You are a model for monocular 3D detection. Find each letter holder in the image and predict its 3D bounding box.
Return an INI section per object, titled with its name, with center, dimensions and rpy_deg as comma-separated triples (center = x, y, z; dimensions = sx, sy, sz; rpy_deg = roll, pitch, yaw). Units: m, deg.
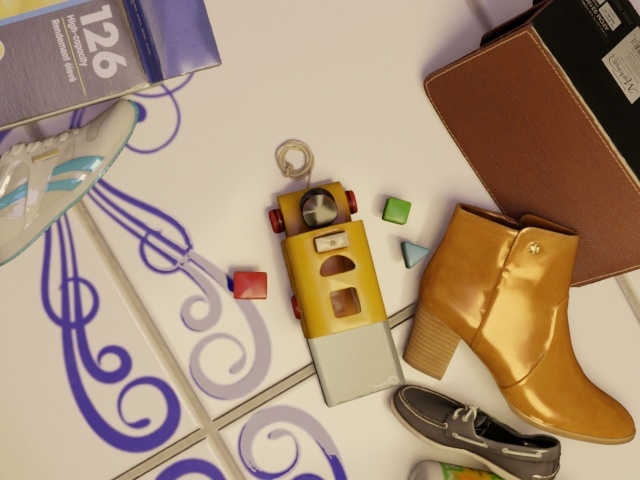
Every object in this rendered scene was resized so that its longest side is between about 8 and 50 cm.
[letter holder]
center = 0.288, -0.119, 1.848
dimensions = 0.152, 0.214, 0.302
rpy_deg = -43, 101, -35

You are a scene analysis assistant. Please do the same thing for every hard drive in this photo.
[hard drive]
center = 0.033, 0.112, 1.881
dimensions = 0.094, 0.022, 0.135
rpy_deg = -18, 98, -7

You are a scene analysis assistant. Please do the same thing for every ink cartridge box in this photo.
[ink cartridge box]
center = -0.291, -0.289, 1.776
dimensions = 0.307, 0.072, 0.303
rpy_deg = -17, 97, -5

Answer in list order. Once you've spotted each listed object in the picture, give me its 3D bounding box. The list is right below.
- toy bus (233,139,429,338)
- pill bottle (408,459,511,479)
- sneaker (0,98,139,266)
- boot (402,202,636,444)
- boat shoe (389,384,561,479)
[toy bus]
center = 0.008, 0.010, 1.809
dimensions = 0.202, 0.104, 0.191
rpy_deg = 30, 84, -4
[pill bottle]
center = 0.219, 0.335, 1.870
dimensions = 0.246, 0.136, 0.136
rpy_deg = 12, 93, -9
[sneaker]
center = -0.290, -0.078, 1.785
dimensions = 0.229, 0.087, 0.092
rpy_deg = -44, 97, -4
[boot]
center = 0.253, 0.090, 1.852
dimensions = 0.295, 0.104, 0.211
rpy_deg = 22, 108, -2
[boat shoe]
center = 0.176, 0.205, 1.854
dimensions = 0.206, 0.075, 0.065
rpy_deg = 27, 130, 15
